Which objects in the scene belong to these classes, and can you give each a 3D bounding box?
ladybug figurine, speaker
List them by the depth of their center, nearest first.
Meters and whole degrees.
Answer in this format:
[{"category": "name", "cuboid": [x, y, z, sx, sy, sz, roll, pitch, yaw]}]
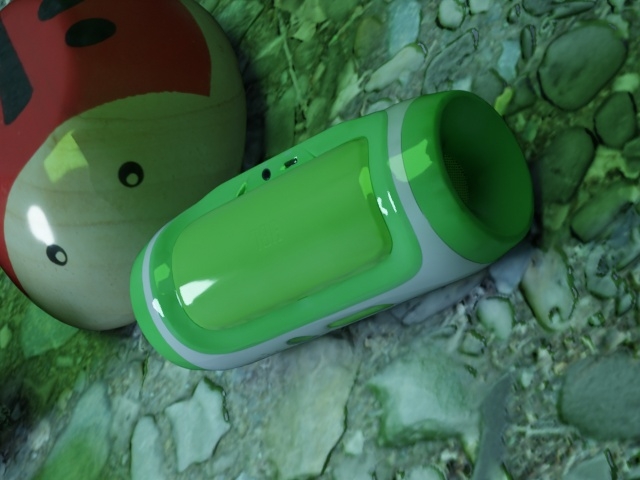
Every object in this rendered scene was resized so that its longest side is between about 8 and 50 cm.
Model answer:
[{"category": "speaker", "cuboid": [0.000, 0.000, 1.017, 0.297, 0.131, 0.131, -24, 47, 37]}, {"category": "ladybug figurine", "cuboid": [-0.222, -0.107, 1.326, 0.305, 0.162, 0.449, -50, 36, 11]}]

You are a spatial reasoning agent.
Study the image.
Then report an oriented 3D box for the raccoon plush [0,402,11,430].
[{"category": "raccoon plush", "cuboid": [-0.457, 0.250, 1.279, 0.299, 0.216, 0.446, 8, 88, 23]}]
